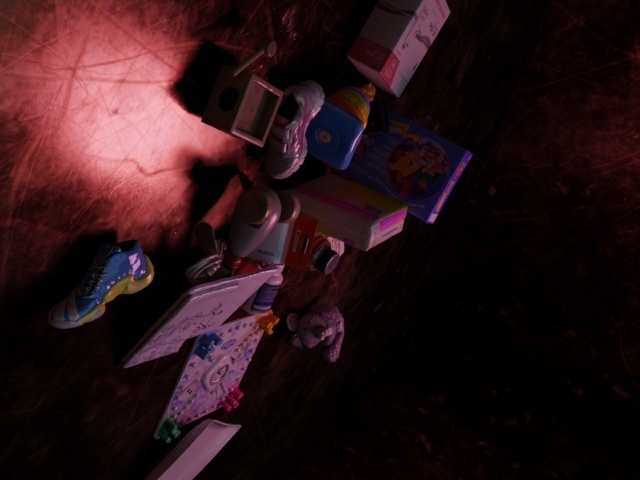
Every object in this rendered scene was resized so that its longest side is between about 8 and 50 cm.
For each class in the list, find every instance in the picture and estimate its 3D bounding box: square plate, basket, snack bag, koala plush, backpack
[{"bbox_3d":[-0.429,0.706,2.217,0.344,0.049,0.347,-46,162,-7],"label":"square plate"},{"bbox_3d":[0.000,0.000,2.152,0.103,0.113,0.167,-46,155,-22],"label":"basket"},{"bbox_3d":[-0.294,0.188,1.722,0.323,0.037,0.343,-44,164,30],"label":"snack bag"},{"bbox_3d":[-0.023,0.316,2.458,0.203,0.196,0.221,-69,158,-1],"label":"koala plush"},{"bbox_3d":[0.136,-0.343,1.959,0.084,0.115,0.104,8,74,-68],"label":"backpack"}]

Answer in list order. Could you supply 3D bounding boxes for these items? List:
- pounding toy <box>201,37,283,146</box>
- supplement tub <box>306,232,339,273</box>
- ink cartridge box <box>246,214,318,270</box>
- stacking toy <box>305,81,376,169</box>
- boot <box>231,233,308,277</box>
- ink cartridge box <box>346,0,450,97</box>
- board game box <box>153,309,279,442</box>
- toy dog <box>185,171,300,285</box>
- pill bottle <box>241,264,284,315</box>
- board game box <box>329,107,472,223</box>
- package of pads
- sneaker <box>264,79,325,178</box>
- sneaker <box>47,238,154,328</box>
[{"bbox_3d":[-0.164,-0.321,1.409,0.181,0.094,0.205,15,97,-62],"label":"pounding toy"},{"bbox_3d":[-0.043,0.018,1.968,0.106,0.198,0.106,-45,155,-27],"label":"supplement tub"},{"bbox_3d":[-0.110,-0.008,1.780,0.045,0.180,0.145,-24,129,-73],"label":"ink cartridge box"},{"bbox_3d":[0.074,-0.346,1.820,0.301,0.166,0.175,-53,170,-43],"label":"stacking toy"},{"bbox_3d":[-0.139,0.060,1.852,0.244,0.176,0.088,-59,161,8],"label":"boot"},{"bbox_3d":[0.213,-0.558,1.836,0.282,0.117,0.207,-59,158,4],"label":"ink cartridge box"},{"bbox_3d":[-0.313,0.417,2.138,0.390,0.050,0.389,-10,129,-62],"label":"board game box"},{"bbox_3d":[-0.214,-0.034,1.662,0.334,0.161,0.220,-41,160,-2],"label":"toy dog"},{"bbox_3d":[-0.166,0.127,1.995,0.094,0.094,0.169,-14,133,-60],"label":"pill bottle"},{"bbox_3d":[0.231,-0.235,2.004,0.233,0.347,0.078,-61,159,10],"label":"board game box"},{"bbox_3d":[0.072,-0.088,1.934,0.229,0.297,0.101,-27,134,-52],"label":"package of pads"},{"bbox_3d":[-0.086,-0.268,1.640,0.111,0.103,0.252,-8,121,-57],"label":"sneaker"},{"bbox_3d":[-0.447,0.073,1.369,0.240,0.091,0.126,-36,132,-42],"label":"sneaker"}]
